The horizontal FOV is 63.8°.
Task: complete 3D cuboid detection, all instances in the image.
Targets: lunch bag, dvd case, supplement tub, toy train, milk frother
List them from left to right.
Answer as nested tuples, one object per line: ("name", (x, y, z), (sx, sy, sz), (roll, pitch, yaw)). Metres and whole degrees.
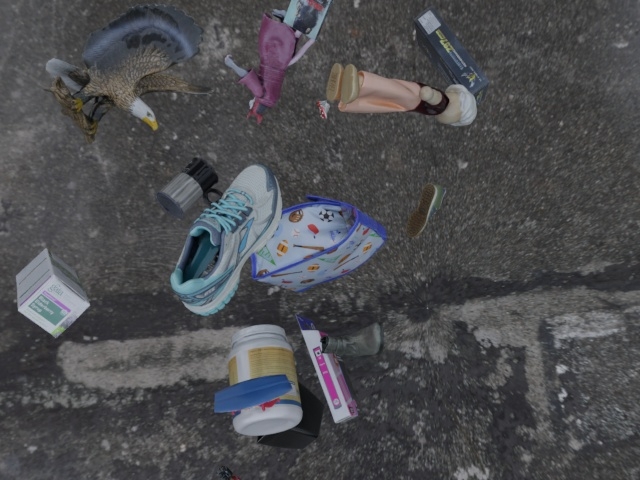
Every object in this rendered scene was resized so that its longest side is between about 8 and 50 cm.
("milk frother", (-0.310, -0.103, 1.269), (0.143, 0.129, 0.135), (45, 63, -13))
("toy train", (-0.248, 0.694, 1.481), (0.036, 0.158, 0.027), (-40, 37, -17))
("supplement tub", (-0.121, 0.296, 1.095), (0.144, 0.144, 0.200), (-17, 57, 9))
("dvd case", (-0.020, -0.489, 1.060), (0.087, 0.013, 0.120), (36, 119, 13))
("lunch bag", (0.000, 0.000, 1.685), (0.385, 0.327, 0.239), (-19, 73, 20))

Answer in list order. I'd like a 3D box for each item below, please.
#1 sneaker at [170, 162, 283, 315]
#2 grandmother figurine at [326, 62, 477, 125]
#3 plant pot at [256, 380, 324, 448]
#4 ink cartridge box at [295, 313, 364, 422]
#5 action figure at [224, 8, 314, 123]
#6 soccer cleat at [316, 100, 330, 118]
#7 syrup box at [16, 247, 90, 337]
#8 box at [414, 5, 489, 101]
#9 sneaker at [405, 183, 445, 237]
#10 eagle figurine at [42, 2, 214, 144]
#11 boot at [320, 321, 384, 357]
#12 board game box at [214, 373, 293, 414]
("sneaker", (-0.153, -0.015, 0.858), (0.110, 0.122, 0.283), (18, 72, 19))
("grandmother figurine", (0.186, -0.302, 1.093), (0.342, 0.208, 0.104), (4, 116, -25))
("plant pot", (-0.094, 0.622, 1.799), (0.166, 0.188, 0.187), (28, 131, -10))
("ink cartridge box", (0.030, 0.413, 1.708), (0.069, 0.176, 0.371), (-29, 67, 9))
("action figure", (-0.152, -0.567, 1.731), (0.275, 0.248, 0.371), (23, 109, 21))
("soccer cleat", (0.012, -0.382, 1.494), (0.035, 0.029, 0.083), (-13, 43, -6))
("syrup box", (-0.570, 0.104, 1.087), (0.096, 0.093, 0.236), (-47, 32, -12))
("box", (0.324, -0.443, 1.278), (0.059, 0.183, 0.233), (-35, 84, 13))
("sneaker", (0.349, -0.095, 1.664), (0.064, 0.086, 0.192), (40, 122, 36))
("eagle figurine", (-0.382, -0.325, 1.050), (0.298, 0.225, 0.226), (-42, 31, -15))
("boot", (0.088, 0.304, 1.526), (0.161, 0.247, 0.084), (4, 64, -12))
("board game box", (-0.115, 0.278, 0.895), (0.133, 0.168, 0.033), (-13, 92, -11))
